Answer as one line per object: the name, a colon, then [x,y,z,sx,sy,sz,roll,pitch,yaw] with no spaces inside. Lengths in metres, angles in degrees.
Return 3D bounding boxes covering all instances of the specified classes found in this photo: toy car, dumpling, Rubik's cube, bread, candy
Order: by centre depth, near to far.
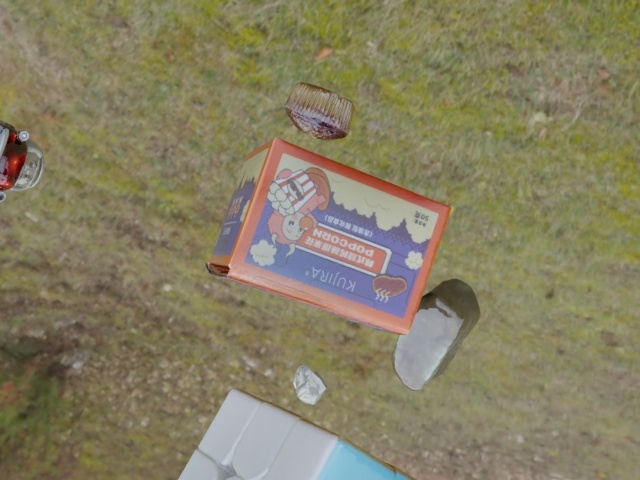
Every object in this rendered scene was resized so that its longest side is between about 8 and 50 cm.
bread: [-0.002,-0.148,1.033,0.085,0.053,0.085,22,177,1]
Rubik's cube: [-0.016,0.393,1.078,0.292,0.290,0.291,38,164,-26]
toy car: [-0.451,-0.117,1.245,0.112,0.112,0.139,15,-170,-47]
dumpling: [-0.021,0.234,1.412,0.057,0.052,0.076,38,177,1]
candy: [0.216,0.183,1.677,0.102,0.104,0.234,44,133,21]

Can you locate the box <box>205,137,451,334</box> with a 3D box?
box: [0.000,0.000,1.634,0.349,0.256,0.318,21,176,-14]
